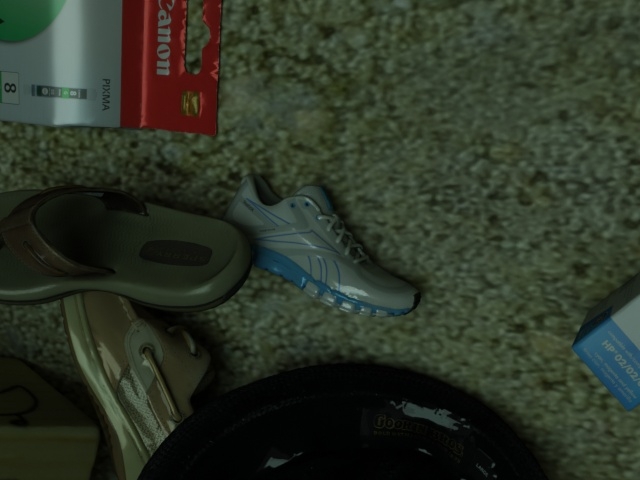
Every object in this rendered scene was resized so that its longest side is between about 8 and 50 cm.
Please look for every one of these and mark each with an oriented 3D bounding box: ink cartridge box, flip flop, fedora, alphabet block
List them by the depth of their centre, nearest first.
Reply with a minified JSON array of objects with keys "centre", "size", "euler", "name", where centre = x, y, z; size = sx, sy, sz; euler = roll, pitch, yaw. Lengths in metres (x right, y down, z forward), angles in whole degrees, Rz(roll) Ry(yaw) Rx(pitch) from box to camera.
[{"centre":[0.268,0.030,0.643],"size":[0.181,0.104,0.061],"euler":[-44,82,23],"name":"ink cartridge box"},{"centre":[0.017,0.254,0.724],"size":[0.334,0.334,0.153],"euler":[20,137,18],"name":"fedora"},{"centre":[-0.192,-0.002,0.753],"size":[0.277,0.080,0.112],"euler":[7,58,16],"name":"flip flop"},{"centre":[-0.199,-0.188,0.825],"size":[0.224,0.056,0.181],"euler":[9,103,22],"name":"ink cartridge box"},{"centre":[-0.346,0.220,0.836],"size":[0.192,0.197,0.194],"euler":[24,100,44],"name":"alphabet block"}]

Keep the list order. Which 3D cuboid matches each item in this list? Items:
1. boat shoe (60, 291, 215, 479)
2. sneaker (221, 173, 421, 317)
[{"centre":[-0.151,0.129,0.841],"size":[0.110,0.121,0.341],"euler":[-19,83,-10],"name":"boat shoe"},{"centre":[0.000,0.000,0.770],"size":[0.190,0.071,0.083],"euler":[24,102,16],"name":"sneaker"}]
